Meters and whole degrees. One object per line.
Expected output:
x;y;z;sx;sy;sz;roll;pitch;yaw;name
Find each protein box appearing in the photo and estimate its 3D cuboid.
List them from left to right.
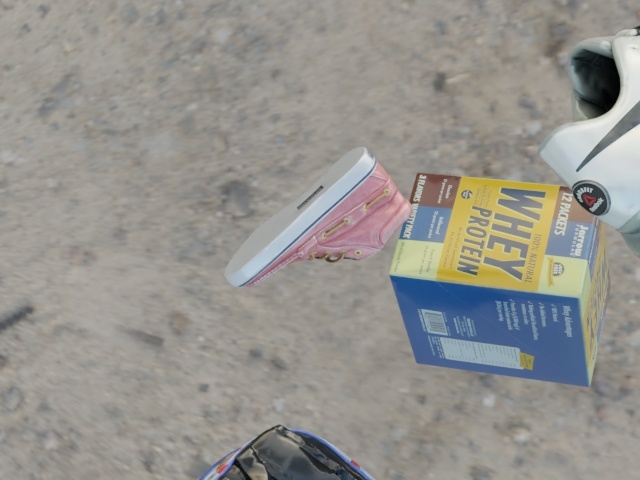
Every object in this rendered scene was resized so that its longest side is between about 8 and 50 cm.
0.200;0.044;1.656;0.201;0.200;0.136;6;59;18;protein box

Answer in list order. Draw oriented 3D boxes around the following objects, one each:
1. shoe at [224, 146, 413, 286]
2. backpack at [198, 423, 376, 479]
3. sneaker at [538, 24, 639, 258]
0.000;0.000;1.408;0.178;0.063;0.081;-41;110;2;shoe
-0.031;0.346;1.689;0.263;0.213;0.276;49;57;-7;backpack
0.287;-0.142;1.257;0.146;0.122;0.330;37;51;2;sneaker
